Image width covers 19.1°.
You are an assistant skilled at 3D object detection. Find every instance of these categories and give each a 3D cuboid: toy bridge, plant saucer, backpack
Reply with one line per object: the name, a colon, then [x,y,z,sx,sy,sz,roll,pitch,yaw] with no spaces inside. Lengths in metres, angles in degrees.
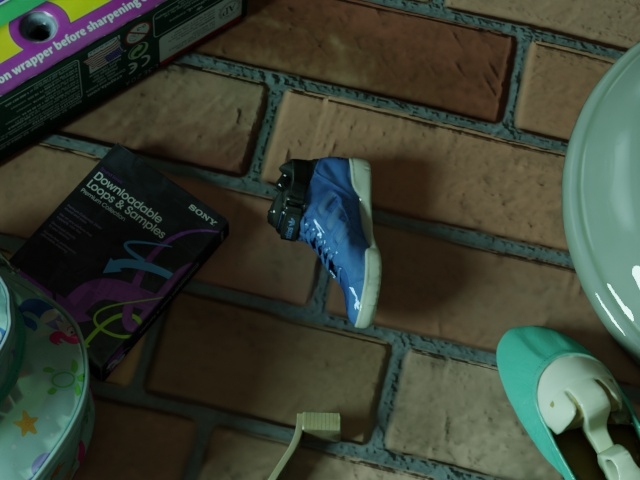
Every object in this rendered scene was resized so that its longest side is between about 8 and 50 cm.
toy bridge: [-0.018,0.217,1.395,0.063,0.026,0.188,3,65,0]
plant saucer: [0.397,-0.039,1.508,0.400,0.100,0.400,2,64,-4]
backpack: [-0.289,0.104,1.348,0.253,0.191,0.225,33,66,6]

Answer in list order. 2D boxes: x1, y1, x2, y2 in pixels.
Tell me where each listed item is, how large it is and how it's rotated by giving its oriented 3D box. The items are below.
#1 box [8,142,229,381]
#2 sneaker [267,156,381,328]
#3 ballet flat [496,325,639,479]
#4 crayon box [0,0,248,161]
box: [-0.164,0.014,1.478,0.116,0.029,0.162,34,66,12]
sneaker: [0.000,0.000,1.479,0.084,0.058,0.152,2,60,-10]
ballet flat: [0.214,0.154,1.408,0.083,0.087,0.247,-23,68,-14]
crayon box: [-0.293,-0.231,1.543,0.363,0.106,0.313,-33,70,-18]
